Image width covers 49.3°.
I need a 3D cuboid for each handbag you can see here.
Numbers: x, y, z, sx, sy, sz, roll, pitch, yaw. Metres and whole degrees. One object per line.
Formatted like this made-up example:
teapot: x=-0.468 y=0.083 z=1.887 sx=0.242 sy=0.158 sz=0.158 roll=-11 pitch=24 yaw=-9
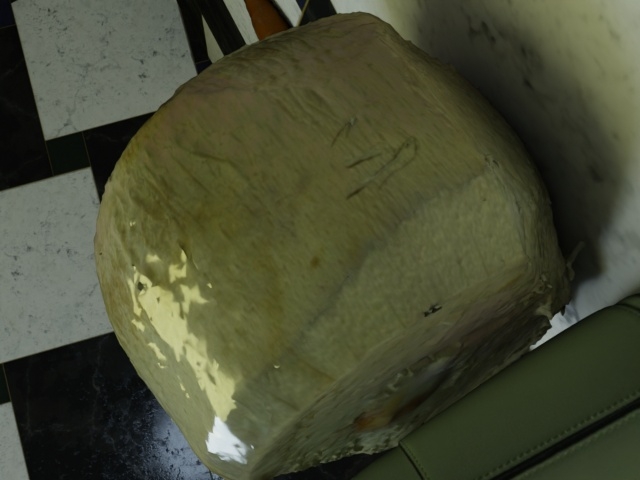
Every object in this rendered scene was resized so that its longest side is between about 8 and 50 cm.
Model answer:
handbag: x=0.075 y=0.163 z=0.405 sx=0.109 sy=0.315 sz=0.241 roll=57 pitch=175 yaw=24

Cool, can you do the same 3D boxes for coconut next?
coconut: x=0.000 y=0.000 z=0.473 sx=0.254 sy=0.297 sz=0.297 roll=57 pitch=174 yaw=30

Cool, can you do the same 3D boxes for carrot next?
carrot: x=-0.085 y=-0.325 z=0.978 sx=0.048 sy=0.048 sz=0.216 roll=68 pitch=176 yaw=-57

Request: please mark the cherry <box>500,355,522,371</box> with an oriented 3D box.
cherry: x=0.136 y=0.090 z=0.701 sx=0.148 sy=0.115 sz=0.188 roll=-31 pitch=-78 yaw=-56
